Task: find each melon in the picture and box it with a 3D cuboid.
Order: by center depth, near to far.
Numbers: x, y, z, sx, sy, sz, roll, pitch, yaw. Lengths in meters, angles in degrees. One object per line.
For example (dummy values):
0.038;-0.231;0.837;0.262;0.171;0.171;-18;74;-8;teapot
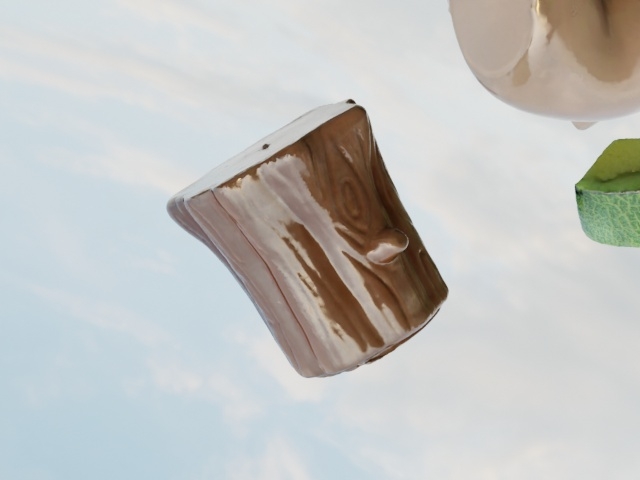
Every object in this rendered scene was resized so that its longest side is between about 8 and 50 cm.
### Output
0.308;-0.078;1.013;0.118;0.209;0.064;29;164;49;melon

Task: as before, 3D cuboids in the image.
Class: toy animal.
0.263;-0.232;1.327;0.256;0.212;0.195;2;175;-29;toy animal

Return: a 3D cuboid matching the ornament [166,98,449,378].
0.000;0.000;1.208;0.217;0.235;0.221;60;-155;-10;ornament
